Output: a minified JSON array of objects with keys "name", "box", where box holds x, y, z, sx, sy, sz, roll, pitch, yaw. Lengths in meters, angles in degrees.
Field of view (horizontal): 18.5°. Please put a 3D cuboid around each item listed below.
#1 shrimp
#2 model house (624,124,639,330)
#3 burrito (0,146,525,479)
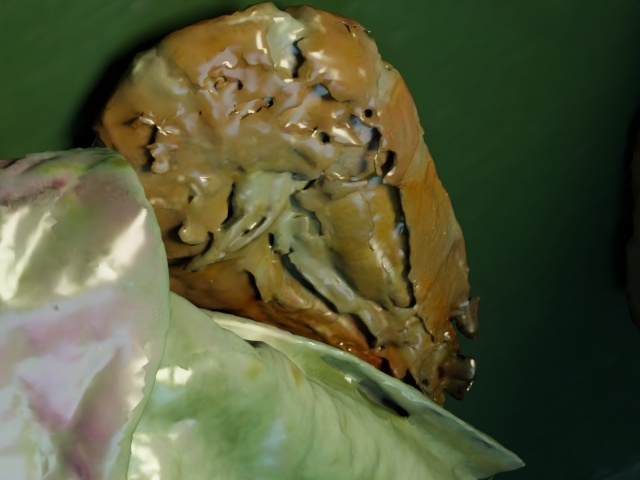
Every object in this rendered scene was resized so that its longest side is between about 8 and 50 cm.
[{"name":"shrimp","box":[0.000,0.000,0.549,0.091,0.043,0.184,-29,136,11]},{"name":"model house","box":[0.351,-0.031,0.448,0.395,0.400,0.445,-11,137,-17]},{"name":"burrito","box":[-0.051,0.060,0.524,0.144,0.089,0.229,-19,148,26]}]
